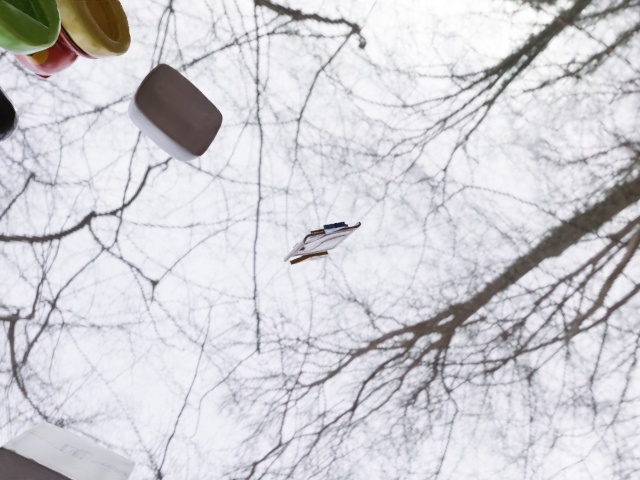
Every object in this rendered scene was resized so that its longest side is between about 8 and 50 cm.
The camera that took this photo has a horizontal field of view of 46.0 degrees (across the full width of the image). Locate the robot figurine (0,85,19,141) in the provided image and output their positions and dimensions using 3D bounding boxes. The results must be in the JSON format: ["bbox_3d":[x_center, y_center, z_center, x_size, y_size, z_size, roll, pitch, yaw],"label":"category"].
[{"bbox_3d":[-0.349,-0.065,0.520,0.278,0.209,0.173,47,-166,10],"label":"robot figurine"}]

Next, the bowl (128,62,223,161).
[{"bbox_3d":[-0.235,-0.195,1.189,0.142,0.053,0.142,42,-142,-20],"label":"bowl"}]

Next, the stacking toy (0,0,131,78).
[{"bbox_3d":[-0.372,-0.315,0.826,0.309,0.130,0.279,65,-162,-15],"label":"stacking toy"}]

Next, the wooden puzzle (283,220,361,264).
[{"bbox_3d":[0.000,0.000,0.802,0.078,0.116,0.014,-14,-105,-35],"label":"wooden puzzle"}]

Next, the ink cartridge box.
[{"bbox_3d":[-0.385,0.379,1.061,0.168,0.232,0.171,27,-98,-4],"label":"ink cartridge box"}]
